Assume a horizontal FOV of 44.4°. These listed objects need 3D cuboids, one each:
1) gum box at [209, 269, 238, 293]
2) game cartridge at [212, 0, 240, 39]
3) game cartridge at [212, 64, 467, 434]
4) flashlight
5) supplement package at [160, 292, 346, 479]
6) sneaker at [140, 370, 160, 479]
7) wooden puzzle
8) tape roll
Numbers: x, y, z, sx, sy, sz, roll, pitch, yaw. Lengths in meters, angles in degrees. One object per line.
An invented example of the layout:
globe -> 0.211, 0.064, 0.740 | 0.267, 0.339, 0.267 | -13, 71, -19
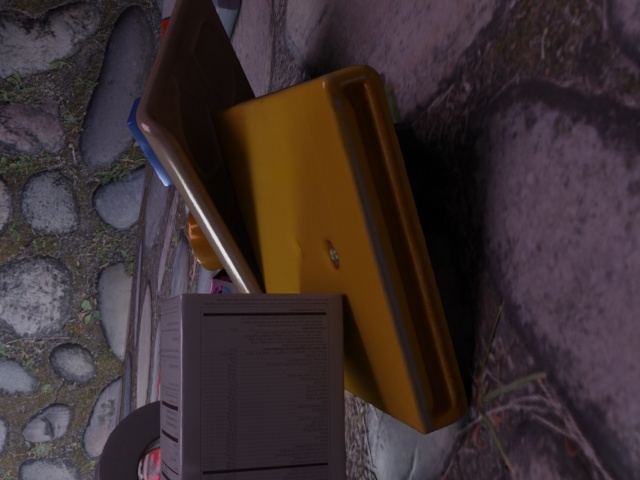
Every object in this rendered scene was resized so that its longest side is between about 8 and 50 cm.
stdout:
gum box -> -0.113, 0.090, 1.088 | 0.188, 0.062, 0.107 | -70, -9, -80
game cartridge -> -0.220, -0.522, 1.659 | 0.198, 0.062, 0.297 | 123, 147, -45
game cartridge -> 0.000, 0.000, 0.724 | 0.323, 0.052, 0.285 | 13, 121, 68
flashlight -> 0.020, -0.064, 0.799 | 0.103, 0.103, 0.304 | -58, 25, -2
supplement package -> -0.063, 0.170, 0.665 | 0.134, 0.139, 0.244 | 159, 112, -71
sneaker -> -0.248, 0.347, 1.397 | 0.136, 0.115, 0.314 | 144, 129, -63
wooden puzzle -> -0.132, -0.109, 0.944 | 0.348, 0.080, 0.322 | -92, -16, -45
tape roll -> -0.217, 0.348, 1.150 | 0.072, 0.219, 0.219 | 122, 148, -53
